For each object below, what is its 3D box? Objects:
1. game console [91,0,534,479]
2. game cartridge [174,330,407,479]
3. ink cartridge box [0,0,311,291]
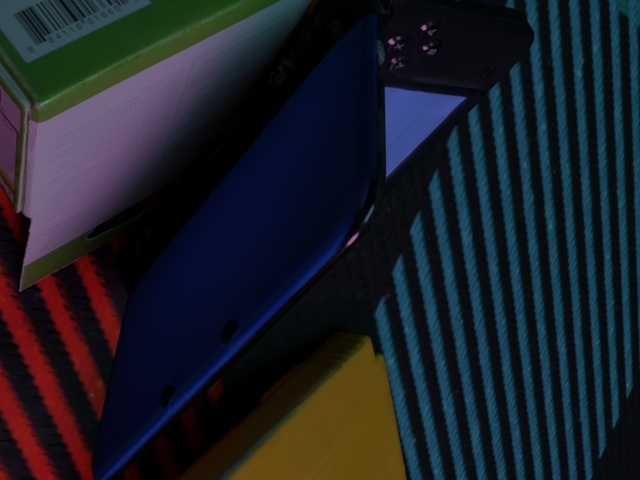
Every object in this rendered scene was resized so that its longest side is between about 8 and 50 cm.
[{"bbox_3d":[0.000,0.000,0.644,0.250,0.173,0.293,-1,147,-43],"label":"game console"},{"bbox_3d":[-0.024,0.264,0.844,0.324,0.053,0.285,-38,124,-50],"label":"game cartridge"},{"bbox_3d":[-0.124,-0.090,0.624,0.189,0.097,0.255,-34,171,-28],"label":"ink cartridge box"}]
